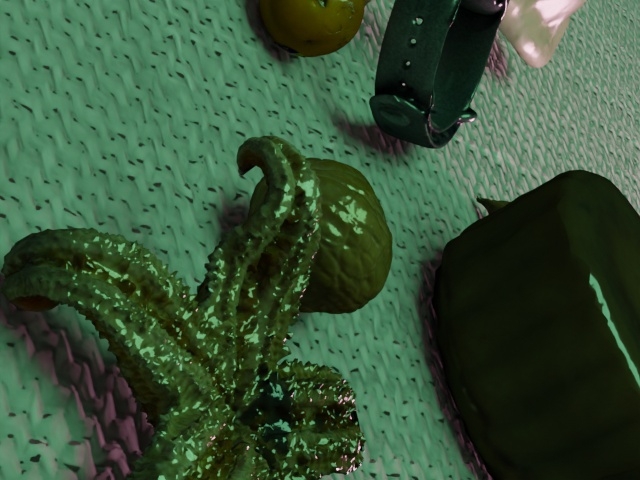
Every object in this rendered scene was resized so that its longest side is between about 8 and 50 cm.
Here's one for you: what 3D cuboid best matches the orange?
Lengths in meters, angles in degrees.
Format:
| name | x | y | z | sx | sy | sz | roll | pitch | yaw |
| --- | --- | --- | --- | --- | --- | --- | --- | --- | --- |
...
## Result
| name | x | y | z | sx | sy | sz | roll | pitch | yaw |
| --- | --- | --- | --- | --- | --- | --- | --- | --- | --- |
| orange | -0.006 | -0.183 | 1.313 | 0.083 | 0.083 | 0.083 | 45 | 32 | -39 |

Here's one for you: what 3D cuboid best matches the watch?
| name | x | y | z | sx | sy | sz | roll | pitch | yaw |
| --- | --- | --- | --- | --- | --- | --- | --- | --- | --- |
| watch | 0.101 | -0.166 | 1.429 | 0.206 | 0.068 | 0.193 | 66 | 45 | -69 |

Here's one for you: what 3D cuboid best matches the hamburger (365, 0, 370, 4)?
| name | x | y | z | sx | sy | sz | roll | pitch | yaw |
| --- | --- | --- | --- | --- | --- | --- | --- | --- | --- |
| hamburger | 0.021 | -0.341 | 1.400 | 0.288 | 0.192 | 0.167 | 57 | 36 | -18 |

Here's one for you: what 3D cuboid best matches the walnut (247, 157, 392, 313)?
| name | x | y | z | sx | sy | sz | roll | pitch | yaw |
| --- | --- | --- | --- | --- | --- | --- | --- | --- | --- |
| walnut | 0.000 | 0.000 | 1.151 | 0.105 | 0.105 | 0.124 | -86 | 155 | -45 |

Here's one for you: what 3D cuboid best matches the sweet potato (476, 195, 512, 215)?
| name | x | y | z | sx | sy | sz | roll | pitch | yaw |
| --- | --- | --- | --- | --- | --- | --- | --- | --- | --- |
| sweet potato | 0.222 | 0.043 | 1.591 | 0.226 | 0.068 | 0.068 | 60 | 25 | -15 |

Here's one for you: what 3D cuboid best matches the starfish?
| name | x | y | z | sx | sy | sz | roll | pitch | yaw |
| --- | --- | --- | --- | --- | --- | --- | --- | --- | --- |
| starfish | -0.044 | 0.094 | 0.972 | 0.303 | 0.113 | 0.312 | 11 | 68 | -58 |

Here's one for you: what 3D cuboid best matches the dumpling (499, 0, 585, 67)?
| name | x | y | z | sx | sy | sz | roll | pitch | yaw |
| --- | --- | --- | --- | --- | --- | --- | --- | --- | --- |
| dumpling | 0.191 | -0.329 | 1.706 | 0.318 | 0.187 | 0.243 | 67 | 21 | -6 |

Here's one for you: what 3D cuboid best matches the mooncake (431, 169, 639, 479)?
| name | x | y | z | sx | sy | sz | roll | pitch | yaw |
| --- | --- | --- | --- | --- | --- | --- | --- | --- | --- |
| mooncake | 0.217 | 0.093 | 1.422 | 0.290 | 0.161 | 0.290 | 46 | 30 | -36 |
